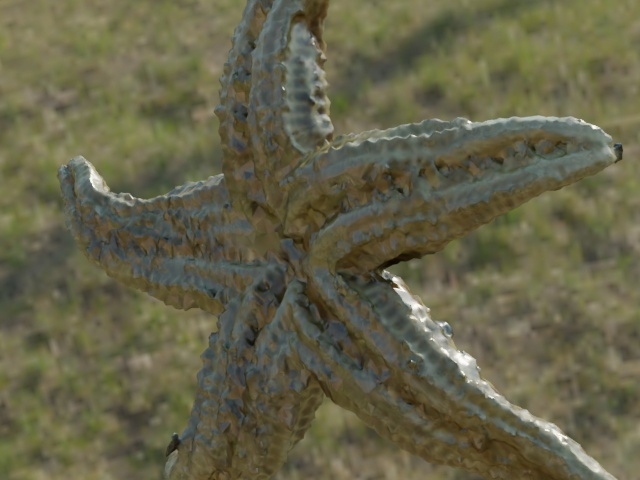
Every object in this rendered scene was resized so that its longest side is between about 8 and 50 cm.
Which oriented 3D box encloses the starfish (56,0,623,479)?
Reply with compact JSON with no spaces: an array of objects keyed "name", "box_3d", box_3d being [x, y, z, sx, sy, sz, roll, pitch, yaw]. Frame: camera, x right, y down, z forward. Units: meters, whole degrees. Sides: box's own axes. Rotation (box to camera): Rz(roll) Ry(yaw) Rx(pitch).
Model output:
[{"name":"starfish","box_3d":[0.000,0.000,0.654,0.277,0.236,0.062,31,22,35]}]
